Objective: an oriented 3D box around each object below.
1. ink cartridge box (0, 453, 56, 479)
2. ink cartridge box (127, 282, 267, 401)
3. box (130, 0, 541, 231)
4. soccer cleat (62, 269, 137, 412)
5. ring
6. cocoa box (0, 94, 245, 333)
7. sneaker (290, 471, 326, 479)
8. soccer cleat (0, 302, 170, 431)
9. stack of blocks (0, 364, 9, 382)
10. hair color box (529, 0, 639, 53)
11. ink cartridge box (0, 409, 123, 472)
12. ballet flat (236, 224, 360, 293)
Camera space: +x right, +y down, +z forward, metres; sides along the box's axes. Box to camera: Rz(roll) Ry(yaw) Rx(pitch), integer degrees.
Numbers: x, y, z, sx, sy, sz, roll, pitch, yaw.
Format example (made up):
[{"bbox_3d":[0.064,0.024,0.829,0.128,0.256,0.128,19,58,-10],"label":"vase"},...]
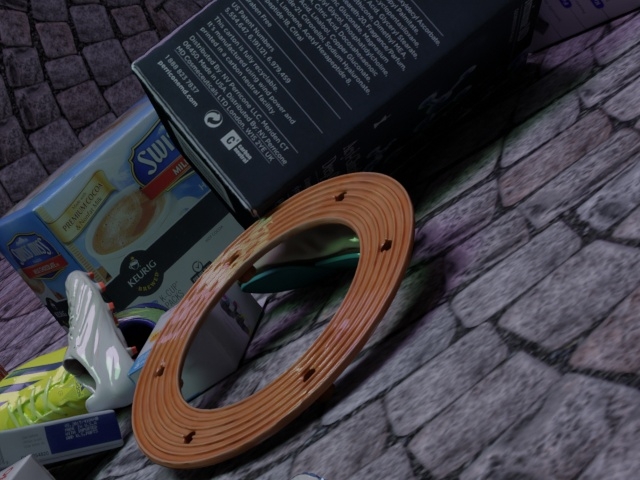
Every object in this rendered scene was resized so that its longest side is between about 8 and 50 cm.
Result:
[{"bbox_3d":[-0.338,0.304,1.441,0.203,0.086,0.148,-32,13,27],"label":"ink cartridge box"},{"bbox_3d":[-0.126,0.098,1.634,0.104,0.061,0.181,-33,14,20],"label":"ink cartridge box"},{"bbox_3d":[0.026,-0.195,1.704,0.395,0.212,0.293,-40,-11,-4],"label":"box"},{"bbox_3d":[-0.249,0.104,1.664,0.076,0.068,0.196,-22,47,-14],"label":"soccer cleat"},{"bbox_3d":[-0.041,0.073,1.410,0.336,0.032,0.337,-34,28,21],"label":"ring"},{"bbox_3d":[-0.215,-0.046,2.013,0.347,0.228,0.231,-44,14,-25],"label":"cocoa box"},{"bbox_3d":[-0.022,0.199,1.038,0.135,0.052,0.058,-34,21,51],"label":"sneaker"},{"bbox_3d":[-0.281,0.166,1.728,0.289,0.093,0.121,-35,12,-2],"label":"soccer cleat"},{"bbox_3d":[-0.506,0.239,1.844,0.297,0.171,0.087,-38,13,-2],"label":"stack of blocks"},{"bbox_3d":[0.310,-0.349,1.724,0.110,0.185,0.339,-45,15,-30],"label":"hair color box"},{"bbox_3d":[-0.354,0.234,1.594,0.223,0.045,0.224,-7,-13,-45],"label":"ink cartridge box"},{"bbox_3d":[0.000,0.000,1.568,0.248,0.086,0.086,-14,26,50],"label":"ballet flat"}]
